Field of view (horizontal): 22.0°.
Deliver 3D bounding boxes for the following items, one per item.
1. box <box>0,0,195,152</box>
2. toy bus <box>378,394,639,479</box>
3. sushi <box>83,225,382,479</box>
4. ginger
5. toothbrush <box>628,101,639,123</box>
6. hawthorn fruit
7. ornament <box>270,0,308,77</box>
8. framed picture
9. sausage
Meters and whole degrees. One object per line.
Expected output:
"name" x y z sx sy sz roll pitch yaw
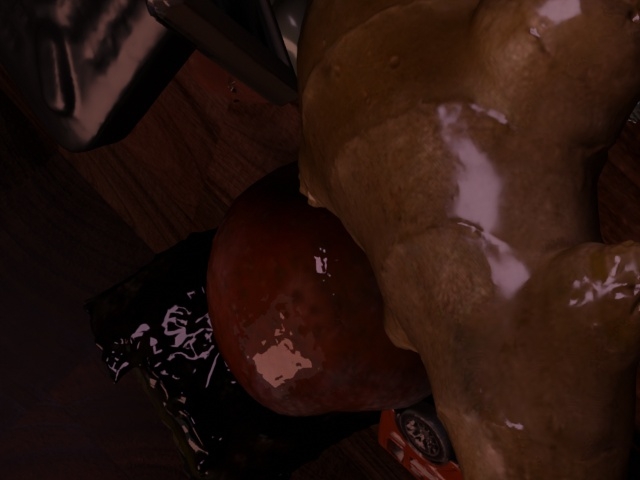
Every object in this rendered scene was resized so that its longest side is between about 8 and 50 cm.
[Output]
"box" -0.171 -0.240 1.095 0.290 0.073 0.289 56 134 11
"toy bus" 0.209 0.227 1.490 0.329 0.143 0.153 39 151 19
"sushi" -0.060 0.112 1.739 0.281 0.294 0.299 55 174 23
"ginger" 0.107 -0.031 0.817 0.166 0.236 0.375 17 -143 -59
"toothbrush" 0.125 -0.116 1.023 0.219 0.016 0.019 33 171 47
"hawthorn fruit" 0.009 0.033 1.447 0.231 0.235 0.263 9 -120 -58
"ornament" 0.005 -0.135 1.135 0.285 0.120 0.130 51 -148 5
"framed picture" -0.092 -0.234 0.852 0.232 0.024 0.315 23 -132 -77
"sausage" -0.048 -0.156 1.365 0.087 0.079 0.326 37 173 -14
